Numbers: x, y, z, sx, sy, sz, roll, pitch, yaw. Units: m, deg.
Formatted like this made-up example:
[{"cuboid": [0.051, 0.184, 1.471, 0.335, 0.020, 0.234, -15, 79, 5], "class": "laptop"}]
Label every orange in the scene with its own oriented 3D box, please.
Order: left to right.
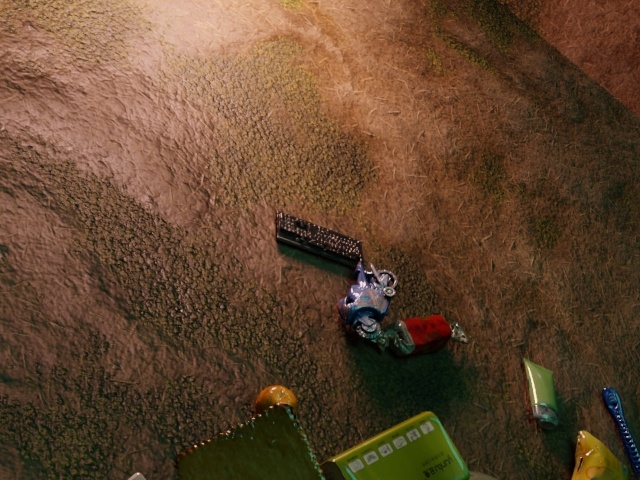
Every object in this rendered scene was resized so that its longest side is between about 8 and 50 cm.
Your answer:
[{"cuboid": [-0.083, 0.318, 1.769, 0.083, 0.070, 0.083, 16, 43, -15], "class": "orange"}]

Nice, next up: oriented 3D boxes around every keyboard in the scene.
[{"cuboid": [0.000, 0.000, 2.110, 0.230, 0.025, 0.094, 20, 46, -26], "class": "keyboard"}]

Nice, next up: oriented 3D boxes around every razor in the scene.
[{"cuboid": [0.772, 0.518, 2.318, 0.056, 0.093, 0.324, 58, 14, -56], "class": "razor"}]

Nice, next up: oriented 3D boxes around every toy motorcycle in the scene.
[{"cuboid": [0.099, 0.131, 2.045, 0.114, 0.076, 0.205, 19, 47, 6], "class": "toy motorcycle"}]

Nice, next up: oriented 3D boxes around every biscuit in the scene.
[{"cuboid": [-0.108, 0.428, 1.600, 0.232, 0.013, 0.237, -26, 73, -3], "class": "biscuit"}]

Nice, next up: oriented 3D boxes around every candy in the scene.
[{"cuboid": [0.227, 0.215, 2.102, 0.292, 0.059, 0.086, -3, 60, -41], "class": "candy"}]

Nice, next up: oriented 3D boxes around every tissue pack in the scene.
[{"cuboid": [0.104, 0.457, 1.716, 0.274, 0.200, 0.167, -14, 67, -43], "class": "tissue pack"}]

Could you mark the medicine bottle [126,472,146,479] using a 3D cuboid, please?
[{"cuboid": [-0.284, 0.483, 1.469, 0.188, 0.088, 0.132, 50, 43, 4], "class": "medicine bottle"}]

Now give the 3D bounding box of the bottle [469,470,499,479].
[{"cuboid": [0.264, 0.618, 1.753, 0.168, 0.168, 0.347, 33, 47, -14], "class": "bottle"}]

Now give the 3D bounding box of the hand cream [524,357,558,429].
[{"cuboid": [0.534, 0.371, 2.241, 0.095, 0.046, 0.175, 25, 40, -21], "class": "hand cream"}]

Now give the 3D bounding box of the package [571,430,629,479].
[{"cuboid": [0.644, 0.557, 2.151, 0.168, 0.090, 0.226, 42, 40, -8], "class": "package"}]
